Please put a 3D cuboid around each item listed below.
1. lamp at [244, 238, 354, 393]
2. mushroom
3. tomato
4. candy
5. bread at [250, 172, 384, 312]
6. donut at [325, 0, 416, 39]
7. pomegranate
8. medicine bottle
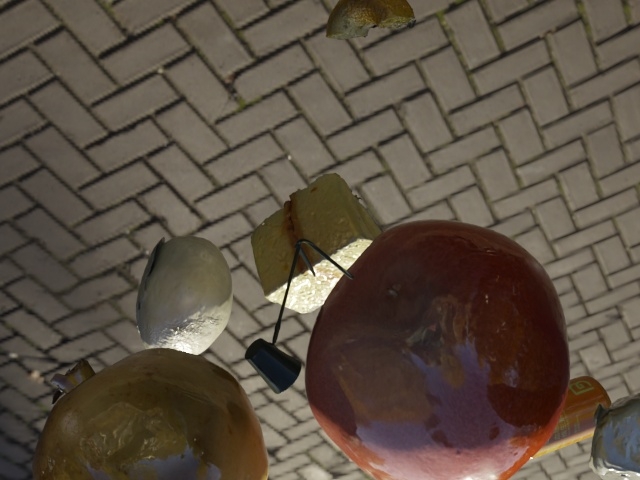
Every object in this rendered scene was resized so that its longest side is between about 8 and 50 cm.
[{"bbox_3d":[-0.026,0.060,0.728,0.054,0.121,0.041,43,148,-22],"label":"lamp"},{"bbox_3d":[0.360,0.216,0.977,0.109,0.097,0.351,-13,167,24],"label":"mushroom"},{"bbox_3d":[0.130,0.135,1.089,0.342,0.341,0.273,-25,148,17],"label":"tomato"},{"bbox_3d":[-0.271,0.125,1.809,0.185,0.295,0.295,10,136,0],"label":"candy"},{"bbox_3d":[0.000,0.000,1.642,0.240,0.178,0.135,-34,144,24],"label":"bread"},{"bbox_3d":[0.044,-0.207,0.834,0.038,0.083,0.067,1,122,-49],"label":"donut"},{"bbox_3d":[-0.233,0.281,1.171,0.319,0.319,0.319,-4,137,-4],"label":"pomegranate"},{"bbox_3d":[0.357,0.283,1.400,0.192,0.096,0.096,-13,140,-20],"label":"medicine bottle"}]
